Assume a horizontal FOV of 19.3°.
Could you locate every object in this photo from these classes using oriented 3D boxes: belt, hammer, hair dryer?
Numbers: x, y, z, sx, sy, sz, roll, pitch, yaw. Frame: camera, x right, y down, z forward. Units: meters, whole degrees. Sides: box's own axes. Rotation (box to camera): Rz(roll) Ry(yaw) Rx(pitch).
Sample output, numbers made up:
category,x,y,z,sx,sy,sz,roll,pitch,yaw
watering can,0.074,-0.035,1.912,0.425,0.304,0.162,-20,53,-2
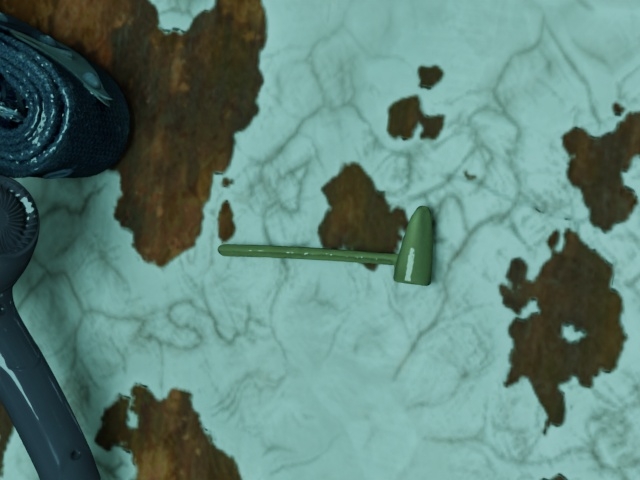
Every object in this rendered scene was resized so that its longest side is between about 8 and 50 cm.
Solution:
category,x,y,z,sx,sy,sz,roll,pitch,yaw
belt,-0.272,-0.123,1.547,0.218,0.128,0.122,28,102,25
hammer,0.000,0.000,1.454,0.195,0.028,0.060,3,89,32
hair dryer,-0.276,0.126,1.573,0.301,0.121,0.361,-25,93,52
